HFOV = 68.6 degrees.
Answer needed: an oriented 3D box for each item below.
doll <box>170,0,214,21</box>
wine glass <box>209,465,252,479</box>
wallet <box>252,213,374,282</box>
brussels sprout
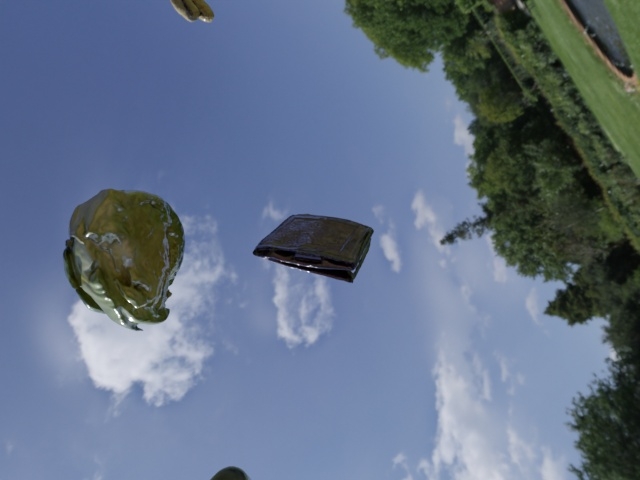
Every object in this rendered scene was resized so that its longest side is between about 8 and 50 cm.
[{"bbox_3d":[-0.147,-0.259,0.469,0.093,0.051,0.061,35,-150,19],"label":"doll"},{"bbox_3d":[-0.101,0.388,0.668,0.073,0.073,0.155,-84,-25,-47],"label":"wine glass"},{"bbox_3d":[0.000,-0.001,0.545,0.111,0.030,0.166,15,-162,8],"label":"wallet"},{"bbox_3d":[-0.206,0.013,0.504,0.181,0.100,0.139,67,-141,-52],"label":"brussels sprout"}]
